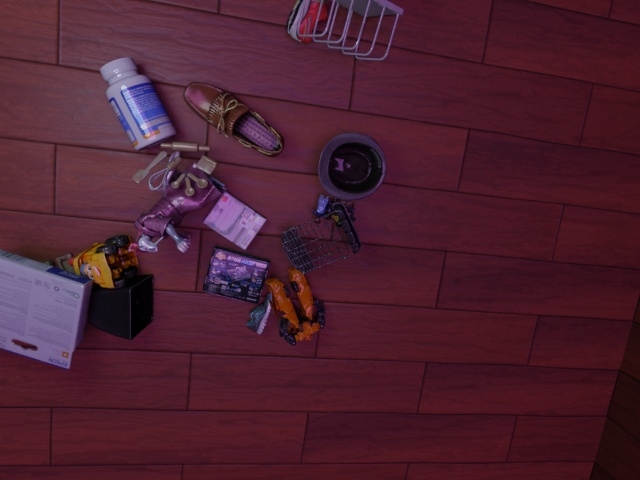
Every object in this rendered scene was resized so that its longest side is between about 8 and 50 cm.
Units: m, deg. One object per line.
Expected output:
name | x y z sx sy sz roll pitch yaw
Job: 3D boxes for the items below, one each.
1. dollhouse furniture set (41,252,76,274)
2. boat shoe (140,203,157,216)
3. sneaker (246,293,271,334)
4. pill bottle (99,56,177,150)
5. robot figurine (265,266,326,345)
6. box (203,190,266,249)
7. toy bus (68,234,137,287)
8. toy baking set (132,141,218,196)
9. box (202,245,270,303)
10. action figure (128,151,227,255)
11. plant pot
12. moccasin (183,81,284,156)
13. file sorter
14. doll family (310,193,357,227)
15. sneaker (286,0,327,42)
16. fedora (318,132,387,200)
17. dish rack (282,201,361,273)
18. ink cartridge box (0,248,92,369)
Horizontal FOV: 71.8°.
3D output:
dollhouse furniture set | -0.935 0.144 1.541 0.151 0.123 0.144 -18 105 -6
boat shoe | -0.588 -0.111 1.590 0.125 0.046 0.038 -31 110 6
sneaker | -0.240 0.284 1.728 0.076 0.065 0.167 19 96 -8
pill bottle | -0.605 -0.449 1.459 0.152 0.152 0.272 -24 105 -4
robot figurine | -0.095 0.260 1.721 0.211 0.085 0.291 -25 106 -24
box | -0.318 -0.075 1.648 0.186 0.038 0.145 34 94 -16
toy bus | -0.764 0.079 1.515 0.211 0.220 0.150 -7 107 -1
toy baking set | -0.468 -0.241 1.435 0.256 0.030 0.197 7 65 -5
box | -0.320 0.133 1.685 0.220 0.051 0.175 15 99 -13
action figure | -0.501 -0.103 1.457 0.276 0.248 0.370 49 66 -15
plant pot | -0.715 0.225 1.576 0.166 0.187 0.188 6 101 1
moccasin | -0.295 -0.412 1.524 0.380 0.147 0.139 38 93 -15
file sorter | 0.092 -0.721 1.459 0.277 0.193 0.173 4 109 -37
doll family | 0.051 -0.105 1.693 0.192 0.076 0.111 17 103 -8
sneaker | -0.017 -0.820 1.528 0.118 0.107 0.279 23 101 -32
fedora | 0.105 -0.275 1.635 0.275 0.124 0.244 -1 104 -18
dish rack | 0.000 0.000 1.652 0.271 0.074 0.208 -23 109 8
ink cartridge box | -0.938 0.228 1.449 0.324 0.071 0.330 19 109 -3
